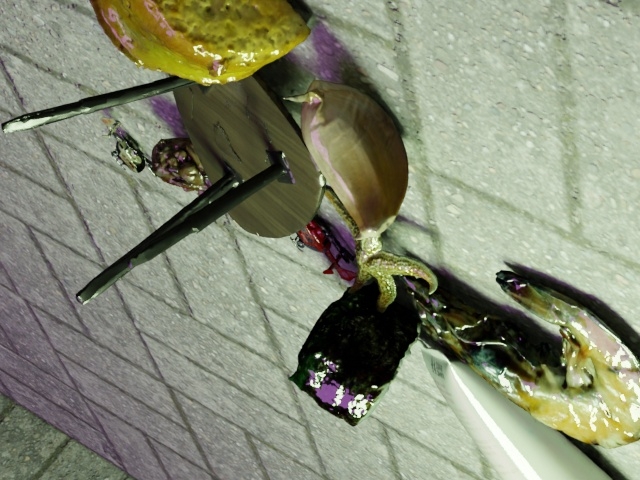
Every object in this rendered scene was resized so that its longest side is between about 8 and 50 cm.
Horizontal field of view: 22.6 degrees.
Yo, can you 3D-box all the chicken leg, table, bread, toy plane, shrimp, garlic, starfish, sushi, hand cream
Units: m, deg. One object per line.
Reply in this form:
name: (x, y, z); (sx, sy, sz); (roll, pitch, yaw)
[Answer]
chicken leg: (-0.131, -0.085, 2.113); (0.196, 0.080, 0.125); (22, 163, 21)
table: (-0.189, -0.056, 1.887); (0.317, 0.249, 0.317); (44, 153, 30)
bread: (-0.151, -0.258, 1.716); (0.260, 0.147, 0.160); (48, 159, -21)
toy plane: (-0.279, -0.134, 2.291); (0.049, 0.031, 0.120); (4, 141, 47)
shrimp: (0.245, 0.112, 1.913); (0.365, 0.071, 0.233); (35, 146, 22)
garlic: (0.026, -0.107, 1.745); (0.091, 0.128, 0.198); (-15, 119, 25)
toy plane: (0.000, 0.000, 2.108); (0.060, 0.037, 0.145); (-7, 126, 47)
starfish: (0.062, 0.008, 1.976); (0.217, 0.050, 0.223); (50, 147, 32)
sushi: (0.047, 0.140, 2.077); (0.127, 0.225, 0.124); (35, 117, 3)
hand cream: (0.260, 0.263, 2.121); (0.358, 0.118, 0.185); (47, 178, -7)
